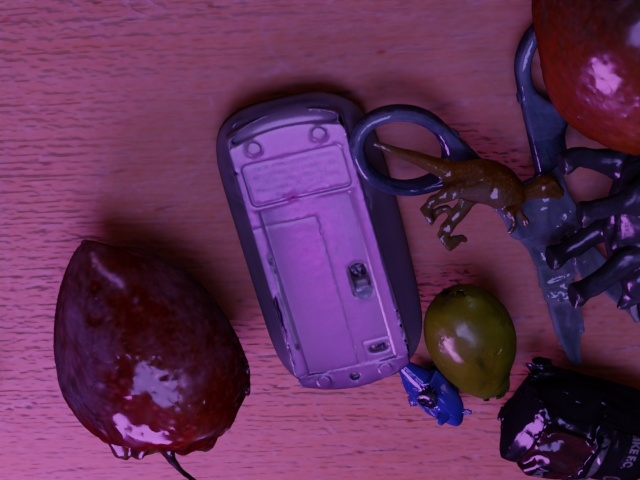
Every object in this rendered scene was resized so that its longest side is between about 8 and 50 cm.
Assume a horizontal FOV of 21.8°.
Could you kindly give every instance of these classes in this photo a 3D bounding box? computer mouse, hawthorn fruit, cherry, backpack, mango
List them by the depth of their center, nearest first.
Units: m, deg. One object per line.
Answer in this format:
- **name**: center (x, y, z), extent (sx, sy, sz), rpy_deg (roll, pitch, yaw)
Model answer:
- **hawthorn fruit**: center (0.283, -0.170, 1.401), extent (0.211, 0.210, 0.262), rpy_deg (-1, 140, 5)
- **computer mouse**: center (0.000, 0.000, 1.600), extent (0.158, 0.072, 0.310), rpy_deg (-13, 114, 8)
- **cherry**: center (-0.174, 0.105, 1.627), extent (0.175, 0.192, 0.249), rpy_deg (-34, 109, -18)
- **mango**: center (0.151, 0.109, 1.644), extent (0.091, 0.074, 0.165), rpy_deg (14, 145, 31)
- **backpack**: center (0.269, 0.193, 1.682), extent (0.165, 0.105, 0.120), rpy_deg (14, 140, -5)

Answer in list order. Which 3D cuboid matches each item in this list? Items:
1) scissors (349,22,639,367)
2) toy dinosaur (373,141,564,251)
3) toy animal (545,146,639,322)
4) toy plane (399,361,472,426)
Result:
- **scissors**: center (0.217, -0.025, 1.583), extent (0.256, 0.029, 0.383), rpy_deg (-31, 120, 8)
- **toy dinosaur**: center (0.140, -0.062, 1.512), extent (0.126, 0.039, 0.162), rpy_deg (-36, 116, -2)
- **toy animal**: center (0.284, 0.012, 1.552), extent (0.137, 0.082, 0.269), rpy_deg (-18, 130, -9)
- **toy plane**: center (0.091, 0.138, 1.705), extent (0.062, 0.054, 0.167), rpy_deg (-18, 124, 46)
